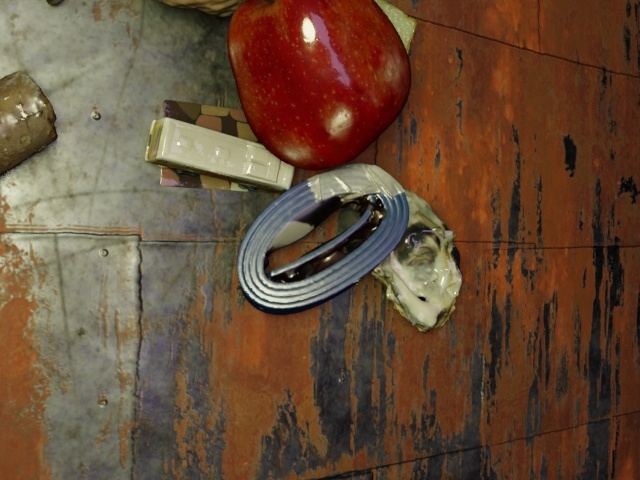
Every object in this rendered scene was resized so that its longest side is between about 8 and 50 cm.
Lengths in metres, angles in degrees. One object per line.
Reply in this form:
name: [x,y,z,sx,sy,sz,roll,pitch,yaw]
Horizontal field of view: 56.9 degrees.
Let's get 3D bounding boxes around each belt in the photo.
belt: [0.000,0.000,1.107,0.347,0.117,0.212,-34,81,-11]

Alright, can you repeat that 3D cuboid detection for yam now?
yam: [-0.525,-0.129,0.858,0.280,0.131,0.131,-40,109,-24]

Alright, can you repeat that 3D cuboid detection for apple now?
apple: [-0.002,-0.279,0.978,0.288,0.288,0.316,-44,124,-21]

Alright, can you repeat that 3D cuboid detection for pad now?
pad: [-0.183,-0.173,1.114,0.235,0.003,0.158,2,90,-29]

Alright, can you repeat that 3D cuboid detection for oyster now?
oyster: [0.198,0.054,1.276,0.238,0.115,0.351,-41,114,-31]

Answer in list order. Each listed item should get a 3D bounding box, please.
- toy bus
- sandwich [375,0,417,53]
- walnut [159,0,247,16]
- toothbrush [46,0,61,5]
toy bus: [-0.170,-0.149,1.058,0.268,0.106,0.092,12,88,-30]
sandwich: [0.067,-0.372,1.201,0.226,0.087,0.251,18,83,-28]
walnut: [-0.199,-0.495,0.962,0.227,0.273,0.273,46,62,-68]
toothbrush: [-0.345,-0.530,0.995,0.041,0.041,0.364,40,73,-24]
